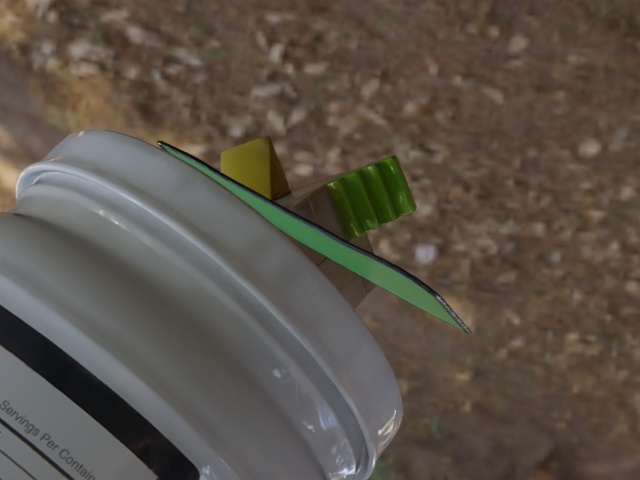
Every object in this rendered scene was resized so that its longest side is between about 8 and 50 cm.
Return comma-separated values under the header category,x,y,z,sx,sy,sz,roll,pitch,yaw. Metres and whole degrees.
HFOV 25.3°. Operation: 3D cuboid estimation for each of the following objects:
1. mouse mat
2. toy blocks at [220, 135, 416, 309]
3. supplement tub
category,x,y,z,sx,sy,sz,roll,pitch,yaw
mouse mat,0.000,0.000,0.848,0.190,0.007,0.152,30,176,18
toy blocks,-0.131,0.061,1.091,0.381,0.190,0.261,-18,-172,22
supplement tub,-0.118,0.113,0.487,0.191,0.272,0.191,34,156,17
